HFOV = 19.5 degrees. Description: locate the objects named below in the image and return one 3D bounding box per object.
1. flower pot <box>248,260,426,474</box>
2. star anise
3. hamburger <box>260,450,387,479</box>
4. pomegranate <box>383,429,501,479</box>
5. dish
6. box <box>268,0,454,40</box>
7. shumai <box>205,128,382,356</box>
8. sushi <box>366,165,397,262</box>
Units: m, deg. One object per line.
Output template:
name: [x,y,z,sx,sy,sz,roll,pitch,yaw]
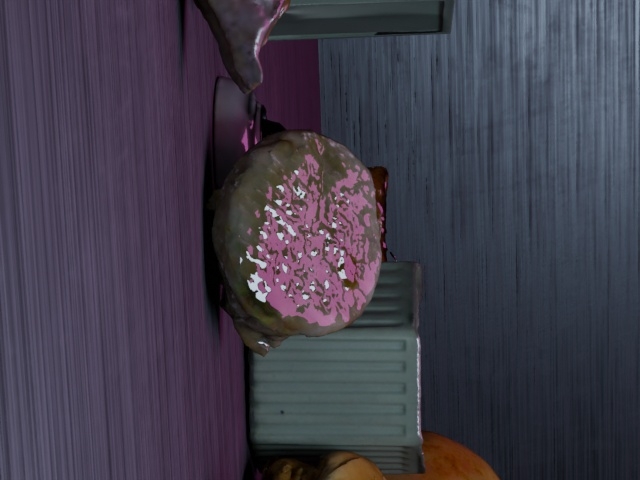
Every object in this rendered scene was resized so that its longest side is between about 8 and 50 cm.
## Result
flower pot: [0.019,0.139,2.025,0.239,0.189,0.209,-86,174,-52]
star anise: [-0.060,-0.284,1.500,0.292,0.109,0.350,-80,170,-51]
hamburger: [0.007,0.376,1.919,0.284,0.174,0.304,67,15,-58]
pomegranate: [0.085,0.396,2.223,0.342,0.342,0.343,-1,90,-87]
dish: [-0.055,-0.085,1.749,0.141,0.078,0.141,-2,90,-87]
box: [0.019,-0.275,1.856,0.225,0.225,0.117,40,49,-86]
shumai: [-0.038,0.003,1.676,0.201,0.120,0.201,6,82,-43]
sushi: [0.000,0.002,2.241,0.167,0.179,0.296,125,-30,-66]
